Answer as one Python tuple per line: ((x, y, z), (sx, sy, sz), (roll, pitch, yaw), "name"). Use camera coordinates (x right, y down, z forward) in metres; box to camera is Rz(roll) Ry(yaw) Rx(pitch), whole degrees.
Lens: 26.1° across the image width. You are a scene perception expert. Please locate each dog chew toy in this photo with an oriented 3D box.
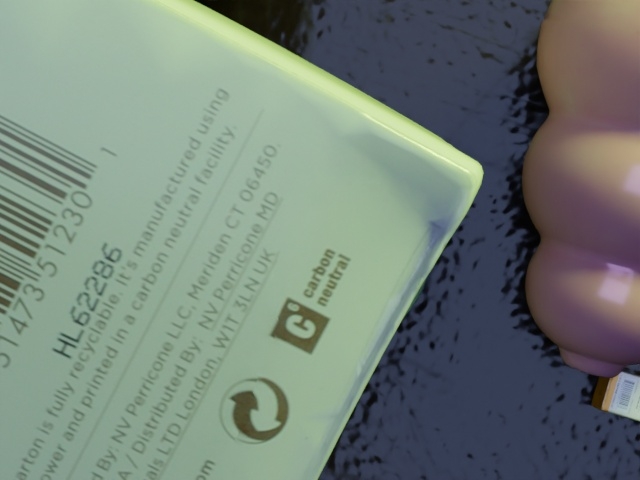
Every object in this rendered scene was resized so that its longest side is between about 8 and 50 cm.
((0.247, -0.060, 1.048), (0.206, 0.206, 0.332), (14, 95, 4), "dog chew toy")

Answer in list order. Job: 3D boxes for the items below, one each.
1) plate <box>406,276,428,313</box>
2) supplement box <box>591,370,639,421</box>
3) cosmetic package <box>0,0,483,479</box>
((0.000, 0.000, 1.146), (0.188, 0.024, 0.188), (0, 87, 5), "plate")
((0.272, 0.131, 1.102), (0.098, 0.062, 0.036), (17, 87, 4), "supplement box")
((-0.127, 0.003, 0.925), (0.327, 0.394, 0.329), (27, 97, -5), "cosmetic package")
